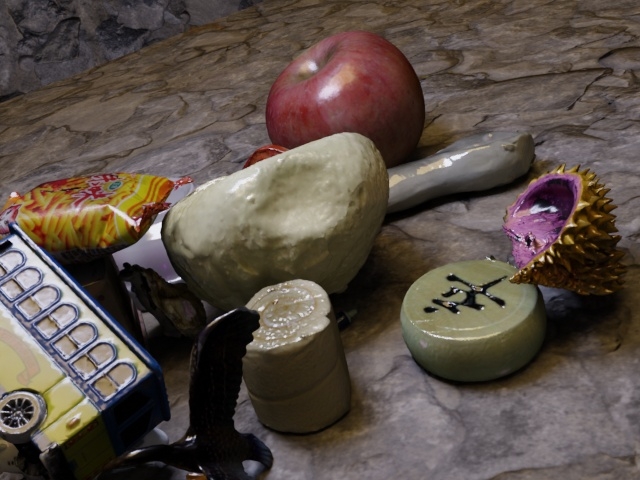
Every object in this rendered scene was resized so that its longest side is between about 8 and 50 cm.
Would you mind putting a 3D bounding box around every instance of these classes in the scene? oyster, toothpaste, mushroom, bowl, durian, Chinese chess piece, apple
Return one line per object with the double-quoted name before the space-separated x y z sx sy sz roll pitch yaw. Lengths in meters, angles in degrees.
"oyster" -0.239 0.087 1.198 0.081 0.163 0.191 -48 14 -22
"toothpaste" -0.004 0.134 1.125 0.140 0.021 0.037 -29 24 -21
"mushroom" 0.218 -0.116 1.397 0.352 0.097 0.109 -19 26 1
"bowl" -0.278 -0.013 1.396 0.287 0.143 0.287 -11 29 7
"durian" 0.338 -0.003 1.048 0.154 0.186 0.260 -41 22 18
"Chinese chess piece" 0.198 0.100 1.024 0.189 0.083 0.188 -10 30 6
"apple" 0.054 -0.246 1.550 0.345 0.269 0.344 -28 30 18

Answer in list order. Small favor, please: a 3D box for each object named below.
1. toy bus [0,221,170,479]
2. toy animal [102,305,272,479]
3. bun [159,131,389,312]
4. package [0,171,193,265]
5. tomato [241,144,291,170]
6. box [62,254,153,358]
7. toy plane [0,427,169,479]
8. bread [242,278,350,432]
"toy bus" -0.323 0.133 0.901 0.288 0.138 0.175 39 60 22
"toy animal" -0.130 0.243 0.861 0.197 0.160 0.272 -14 65 -11
"bun" -0.051 -0.014 1.186 0.349 0.227 0.352 -21 6 9
"package" -0.335 -0.029 1.103 0.288 0.108 0.223 -5 23 6
"tomato" -0.058 -0.088 1.416 0.174 0.166 0.082 31 30 5
"box" -0.422 0.134 1.155 0.297 0.190 0.225 -20 28 -10
"toy plane" -0.313 0.252 0.960 0.256 0.101 0.250 -1 65 -6
"bread" -0.036 0.145 0.993 0.134 0.141 0.148 -18 28 -7
